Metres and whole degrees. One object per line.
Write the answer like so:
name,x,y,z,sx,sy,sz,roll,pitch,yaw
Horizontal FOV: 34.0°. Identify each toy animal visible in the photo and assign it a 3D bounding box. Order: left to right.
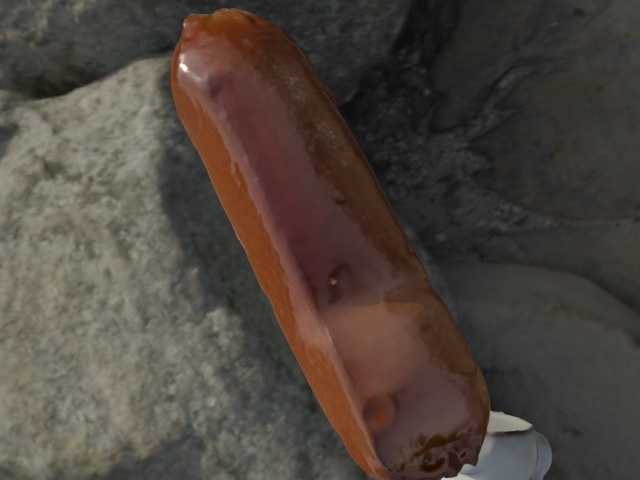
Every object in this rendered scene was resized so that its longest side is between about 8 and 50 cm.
toy animal,0.163,0.268,1.076,0.127,0.179,0.193,-169,75,-67

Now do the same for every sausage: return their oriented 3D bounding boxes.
sausage,0.001,0.000,0.695,0.348,0.097,0.094,63,160,11
